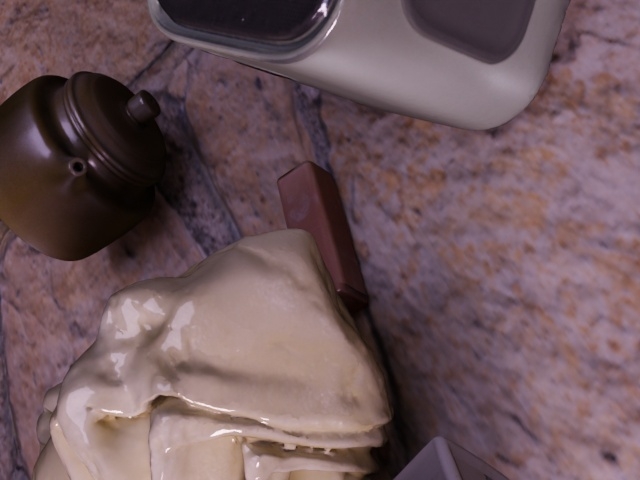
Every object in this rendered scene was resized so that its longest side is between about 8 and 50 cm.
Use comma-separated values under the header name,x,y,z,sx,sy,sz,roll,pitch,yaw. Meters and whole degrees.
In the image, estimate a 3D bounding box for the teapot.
name,x,y,z,sx,sy,sz,roll,pitch,yaw
teapot,-0.239,-0.100,1.082,0.175,0.185,0.267,-32,17,18

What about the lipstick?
name,x,y,z,sx,sy,sz,roll,pitch,yaw
lipstick,0.000,0.000,0.919,0.045,0.045,0.145,-34,52,25

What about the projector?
name,x,y,z,sx,sy,sz,roll,pitch,yaw
projector,0.039,-0.244,0.833,0.249,0.249,0.248,21,98,44

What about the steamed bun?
name,x,y,z,sx,sy,sz,roll,pitch,yaw
steamed bun,-0.081,0.160,0.776,0.289,0.276,0.203,-29,62,-4

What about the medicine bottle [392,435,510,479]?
name,x,y,z,sx,sy,sz,roll,pitch,yaw
medicine bottle,0.058,0.245,0.689,0.188,0.088,0.132,-49,23,15
